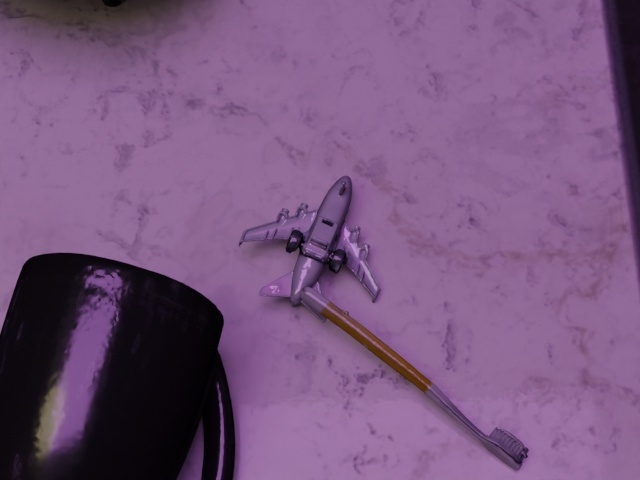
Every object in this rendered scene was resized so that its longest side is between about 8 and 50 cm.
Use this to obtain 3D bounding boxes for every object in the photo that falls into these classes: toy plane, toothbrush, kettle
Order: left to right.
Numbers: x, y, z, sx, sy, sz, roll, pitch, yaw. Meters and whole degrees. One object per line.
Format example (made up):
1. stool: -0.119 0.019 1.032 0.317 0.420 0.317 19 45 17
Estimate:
1. kettle: -0.199 0.192 1.106 0.268 0.207 0.290 23 64 -25
2. toy plane: 0.000 0.000 1.249 0.162 0.065 0.171 23 73 0
3. toothbrush: 0.095 0.137 1.185 0.288 0.021 0.024 38 61 8

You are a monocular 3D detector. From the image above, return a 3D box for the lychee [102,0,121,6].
1. lychee: -0.295 -0.460 1.293 0.380 0.432 0.380 -14 37 11
